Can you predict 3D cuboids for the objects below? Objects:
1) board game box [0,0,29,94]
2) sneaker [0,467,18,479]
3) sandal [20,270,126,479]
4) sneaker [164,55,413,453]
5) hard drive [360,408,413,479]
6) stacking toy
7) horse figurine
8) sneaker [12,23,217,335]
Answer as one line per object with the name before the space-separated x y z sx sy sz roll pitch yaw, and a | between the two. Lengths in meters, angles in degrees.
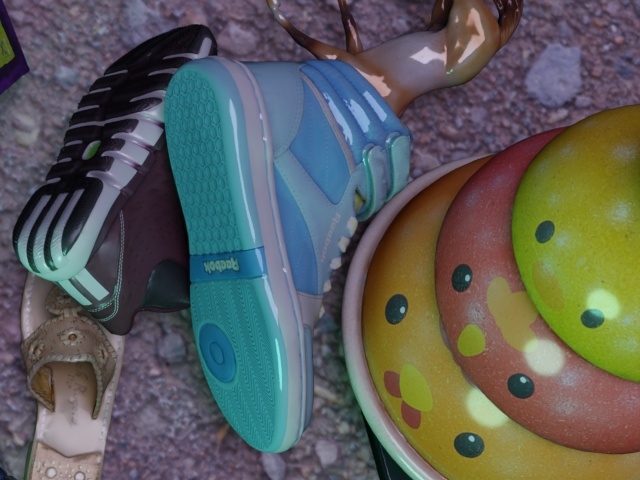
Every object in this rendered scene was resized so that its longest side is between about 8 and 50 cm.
board game box | -0.334 -0.240 1.051 0.056 0.208 0.347 -9 115 18
sneaker | -0.334 0.197 1.073 0.297 0.111 0.129 20 80 9
sandal | -0.197 0.111 1.156 0.088 0.079 0.240 5 80 -17
sneaker | 0.000 0.000 1.170 0.208 0.127 0.319 -15 103 -37
hard drive | 0.106 0.158 1.273 0.135 0.022 0.094 -14 86 -19
stacking toy | 0.229 0.006 1.076 0.350 0.480 0.351 5 65 -11
horse figurine | 0.076 -0.178 1.267 0.263 0.066 0.174 -26 84 -3
sneaker | -0.139 -0.040 1.203 0.162 0.106 0.281 56 47 -35
